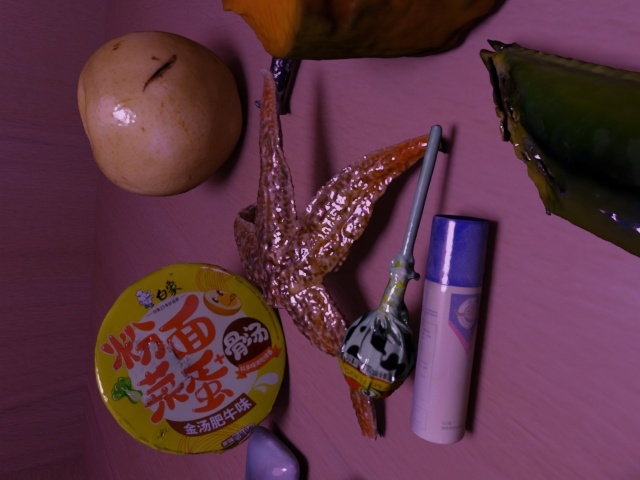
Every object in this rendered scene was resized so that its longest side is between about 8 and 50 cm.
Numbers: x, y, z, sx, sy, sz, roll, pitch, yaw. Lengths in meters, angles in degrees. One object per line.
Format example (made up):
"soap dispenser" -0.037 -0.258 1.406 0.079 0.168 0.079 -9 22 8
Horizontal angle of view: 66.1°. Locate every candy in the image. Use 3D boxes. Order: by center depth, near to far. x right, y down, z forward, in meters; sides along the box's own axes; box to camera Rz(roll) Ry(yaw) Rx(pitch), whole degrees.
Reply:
"candy" 0.088 0.025 0.540 0.091 0.083 0.306 -66 -10 -85
"candy" -0.087 0.422 0.835 0.138 0.071 0.174 19 106 54

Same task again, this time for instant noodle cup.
"instant noodle cup" -0.235 0.218 0.879 0.221 0.311 0.312 138 123 -60

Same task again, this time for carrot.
"carrot" 0.009 -0.303 0.479 0.241 0.340 0.242 174 90 -72

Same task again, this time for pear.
"pear" -0.300 -0.238 0.940 0.309 0.309 0.309 3 94 55

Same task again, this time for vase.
"vase" -0.059 -0.286 0.778 0.059 0.059 0.167 48 129 44

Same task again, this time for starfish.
"starfish" -0.010 0.000 0.677 0.398 0.132 0.384 40 119 43

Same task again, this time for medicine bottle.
"medicine bottle" 0.133 0.091 0.512 0.059 0.059 0.231 17 105 54

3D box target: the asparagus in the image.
"asparagus" 0.227 -0.048 0.333 0.382 0.108 0.129 44 127 48
